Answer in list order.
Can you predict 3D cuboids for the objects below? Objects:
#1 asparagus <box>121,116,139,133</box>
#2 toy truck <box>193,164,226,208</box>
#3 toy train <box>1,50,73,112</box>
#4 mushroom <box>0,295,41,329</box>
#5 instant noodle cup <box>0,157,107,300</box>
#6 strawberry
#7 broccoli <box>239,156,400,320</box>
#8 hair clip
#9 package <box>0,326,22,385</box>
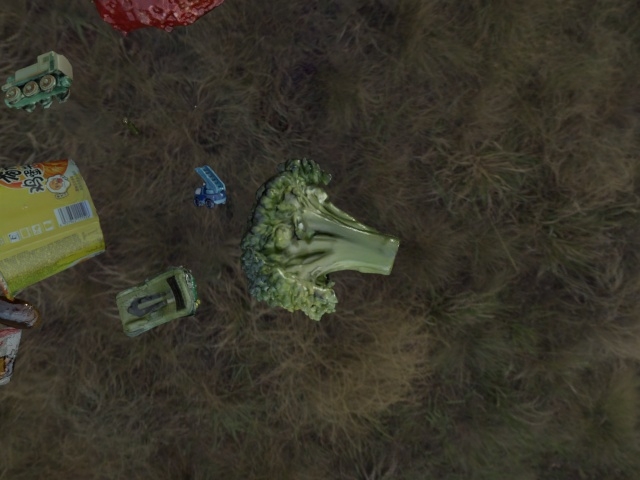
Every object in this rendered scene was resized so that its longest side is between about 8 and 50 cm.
[{"bbox_3d":[-0.425,-0.257,1.188,0.015,0.127,0.018,-20,93,-8],"label":"asparagus"},{"bbox_3d":[-0.249,-0.121,1.183,0.073,0.056,0.090,8,111,31],"label":"toy truck"},{"bbox_3d":[-0.759,-0.421,1.424,0.194,0.081,0.125,-15,72,9],"label":"toy train"},{"bbox_3d":[-0.651,0.151,1.111,0.123,0.123,0.052,26,60,-18],"label":"mushroom"},{"bbox_3d":[-0.562,-0.043,1.053,0.200,0.264,0.264,-23,109,-27],"label":"instant noodle cup"},{"bbox_3d":[-0.147,-0.254,0.471,0.187,0.082,0.147,16,100,19],"label":"strawberry"},{"bbox_3d":[0.000,0.000,0.825,0.243,0.263,0.247,8,103,9],"label":"broccoli"},{"bbox_3d":[-0.406,0.152,1.367,0.091,0.321,0.138,-11,82,-53],"label":"hair clip"},{"bbox_3d":[-0.880,0.325,1.397,0.154,0.030,0.239,-17,139,-53],"label":"package"}]
